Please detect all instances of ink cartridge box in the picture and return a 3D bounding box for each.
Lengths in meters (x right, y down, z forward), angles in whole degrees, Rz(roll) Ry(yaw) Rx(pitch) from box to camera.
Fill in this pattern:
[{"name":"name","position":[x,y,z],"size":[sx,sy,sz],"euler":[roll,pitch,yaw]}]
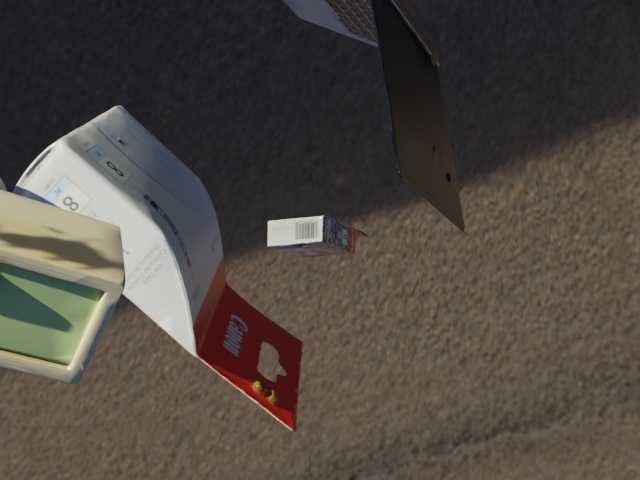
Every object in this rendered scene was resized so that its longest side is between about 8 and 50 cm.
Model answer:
[{"name":"ink cartridge box","position":[0.000,0.000,1.124],"size":[0.063,0.115,0.029],"euler":[-5,78,26]},{"name":"ink cartridge box","position":[-0.143,0.017,1.259],"size":[0.385,0.308,0.091],"euler":[41,100,-8]}]

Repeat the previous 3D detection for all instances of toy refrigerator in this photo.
[{"name":"toy refrigerator","position":[-0.287,0.014,0.796],"size":[0.269,0.094,0.102],"euler":[19,116,-23]}]

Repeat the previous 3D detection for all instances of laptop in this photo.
[{"name":"laptop","position":[0.031,-0.225,1.530],"size":[0.408,0.382,0.236],"euler":[24,88,21]}]

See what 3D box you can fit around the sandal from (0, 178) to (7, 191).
[{"name":"sandal","position":[-0.410,-0.012,1.157],"size":[0.102,0.169,0.416],"euler":[59,165,18]}]
